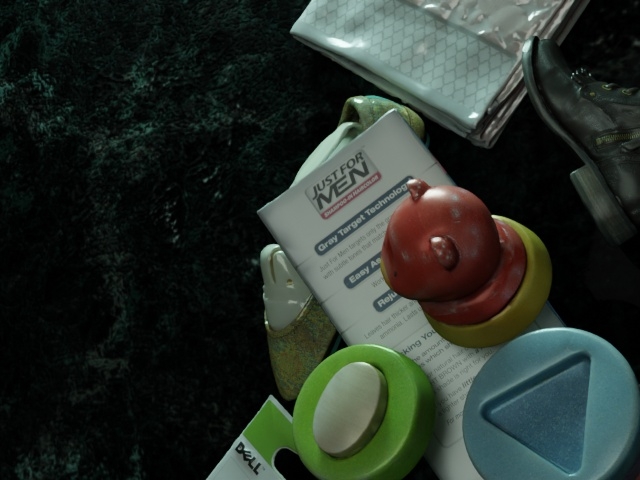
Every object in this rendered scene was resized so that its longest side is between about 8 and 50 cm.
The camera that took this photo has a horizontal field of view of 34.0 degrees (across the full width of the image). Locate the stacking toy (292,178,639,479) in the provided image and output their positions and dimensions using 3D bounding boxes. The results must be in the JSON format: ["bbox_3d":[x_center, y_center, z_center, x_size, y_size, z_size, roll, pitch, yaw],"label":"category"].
[{"bbox_3d":[0.090,0.119,0.813,0.279,0.130,0.309,-40,47,8],"label":"stacking toy"}]

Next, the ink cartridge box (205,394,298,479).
[{"bbox_3d":[-0.051,0.323,1.092,0.255,0.097,0.189,-53,53,6],"label":"ink cartridge box"}]

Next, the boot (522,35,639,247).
[{"bbox_3d":[0.334,-0.134,0.999,0.229,0.091,0.263,-29,63,18],"label":"boot"}]

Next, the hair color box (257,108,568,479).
[{"bbox_3d":[0.110,0.065,0.995,0.174,0.105,0.347,-37,71,5],"label":"hair color box"}]

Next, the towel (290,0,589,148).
[{"bbox_3d":[0.151,-0.307,1.196,0.332,0.053,0.317,36,96,37],"label":"towel"}]

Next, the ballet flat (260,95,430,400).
[{"bbox_3d":[0.000,0.000,1.149,0.123,0.123,0.348,24,88,38],"label":"ballet flat"}]
